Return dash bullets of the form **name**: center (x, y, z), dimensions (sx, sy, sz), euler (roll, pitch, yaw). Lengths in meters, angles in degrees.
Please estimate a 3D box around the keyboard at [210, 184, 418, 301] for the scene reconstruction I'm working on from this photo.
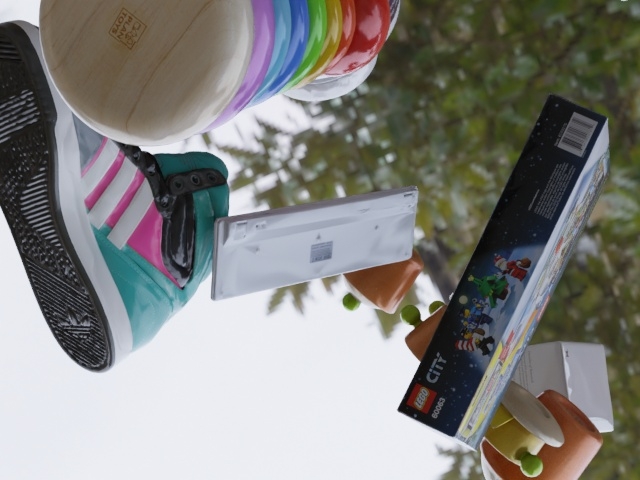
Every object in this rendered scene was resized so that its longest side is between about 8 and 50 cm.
- **keyboard**: center (0.000, 0.000, 1.391), dimensions (0.014, 0.072, 0.256), euler (24, -156, 39)

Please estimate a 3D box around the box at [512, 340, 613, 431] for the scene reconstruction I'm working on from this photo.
- **box**: center (0.258, 0.165, 1.731), dimensions (0.087, 0.101, 0.102), euler (-14, -104, 36)

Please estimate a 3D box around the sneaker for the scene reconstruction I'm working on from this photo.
- **sneaker**: center (-0.166, -0.059, 1.306), dimensions (0.124, 0.295, 0.178), euler (4, -154, 43)

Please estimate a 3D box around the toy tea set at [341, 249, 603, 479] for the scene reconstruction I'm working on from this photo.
- **toy tea set**: center (0.128, 0.138, 1.530), dimensions (0.124, 0.200, 0.336), euler (-49, -131, 12)

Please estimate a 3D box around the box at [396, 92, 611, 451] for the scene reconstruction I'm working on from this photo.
- **box**: center (0.132, 0.029, 1.089), dimensions (0.044, 0.159, 0.233), euler (25, -95, 14)

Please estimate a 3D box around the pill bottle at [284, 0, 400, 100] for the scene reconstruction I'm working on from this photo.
- **pill bottle**: center (-0.020, -0.276, 1.479), dimensions (0.182, 0.323, 0.181), euler (-4, -123, 6)

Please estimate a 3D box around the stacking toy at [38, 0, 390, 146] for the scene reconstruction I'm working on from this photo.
- **stacking toy**: center (-0.045, -0.144, 1.060), dimensions (0.141, 0.141, 0.330), euler (-8, -176, 25)
